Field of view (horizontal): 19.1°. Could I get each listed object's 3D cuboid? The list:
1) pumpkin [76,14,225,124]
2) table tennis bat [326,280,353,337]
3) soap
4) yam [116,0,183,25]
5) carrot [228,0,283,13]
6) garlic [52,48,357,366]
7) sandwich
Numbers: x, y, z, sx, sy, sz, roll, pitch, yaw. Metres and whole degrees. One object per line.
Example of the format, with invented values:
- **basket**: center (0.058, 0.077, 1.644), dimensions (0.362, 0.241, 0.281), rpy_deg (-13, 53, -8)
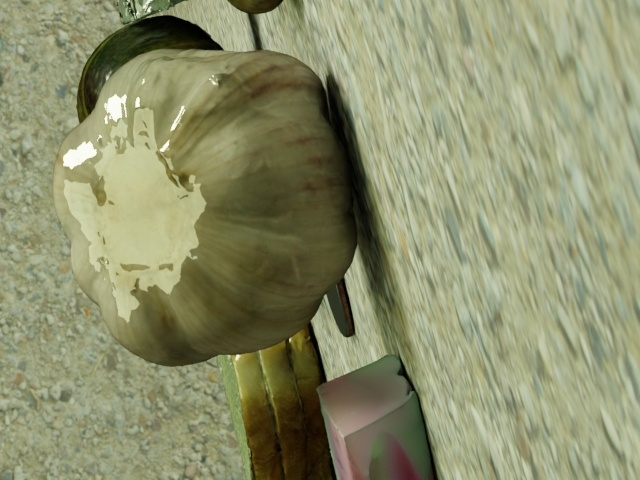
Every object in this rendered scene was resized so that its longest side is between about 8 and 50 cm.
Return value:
- **pumpkin**: center (-0.116, -0.092, 1.647), dimensions (0.223, 0.157, 0.223), rpy_deg (55, 170, 14)
- **table tennis bat**: center (0.000, 0.000, 1.455), dimensions (0.087, 0.013, 0.156), rpy_deg (-127, 22, -79)
- **soap**: center (0.039, 0.147, 1.214), dimensions (0.100, 0.056, 0.149), rpy_deg (-118, 14, -59)
- **yam**: center (-0.134, -0.280, 1.603), dimensions (0.107, 0.107, 0.183), rpy_deg (180, 78, -85)
- **carrot**: center (-0.077, -0.228, 1.371), dimensions (0.342, 0.070, 0.070), rpy_deg (-116, 12, -58)
- **garlic**: center (-0.047, -0.031, 1.242), dimensions (0.212, 0.219, 0.218), rpy_deg (-10, -96, -54)
- **sandwich**: center (-0.057, 0.124, 1.977), dimensions (0.273, 0.095, 0.249), rpy_deg (-110, 11, -53)
